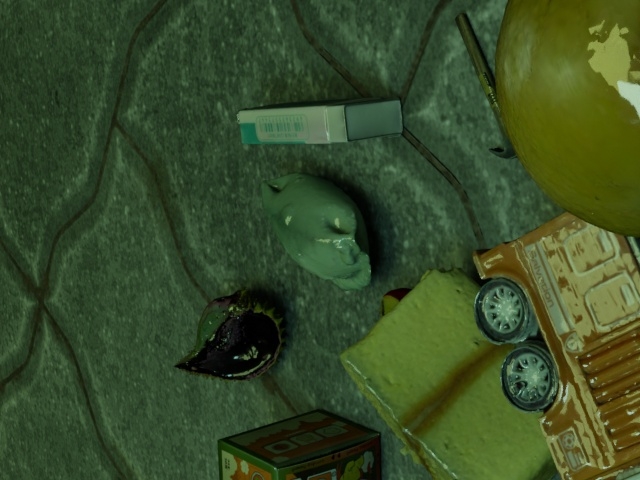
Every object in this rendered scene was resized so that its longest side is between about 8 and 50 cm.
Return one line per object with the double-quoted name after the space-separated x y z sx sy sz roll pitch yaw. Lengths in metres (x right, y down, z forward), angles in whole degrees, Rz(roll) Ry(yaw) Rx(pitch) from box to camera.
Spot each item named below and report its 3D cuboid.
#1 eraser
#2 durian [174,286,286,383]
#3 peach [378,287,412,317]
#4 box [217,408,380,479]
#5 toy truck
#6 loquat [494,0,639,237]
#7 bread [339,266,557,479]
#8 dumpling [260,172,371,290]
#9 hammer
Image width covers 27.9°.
-0.005 -0.151 1.636 0.225 0.096 0.052 4 102 52 "eraser"
-0.111 0.126 1.869 0.186 0.119 0.108 -47 23 34 "durian"
0.117 0.096 1.578 0.083 0.050 0.077 44 144 32 "peach"
-0.023 0.352 1.718 0.148 0.177 0.194 14 110 49 "box"
0.314 0.149 1.237 0.207 0.173 0.387 -35 68 41 "toy truck"
0.288 -0.178 1.054 0.359 0.328 0.328 56 139 7 "loquat"
0.170 0.194 1.489 0.263 0.198 0.236 46 165 23 "bread"
-0.008 -0.002 1.670 0.217 0.105 0.149 38 127 41 "dumpling"
0.188 -0.173 1.448 0.062 0.017 0.182 -40 66 49 "hammer"
